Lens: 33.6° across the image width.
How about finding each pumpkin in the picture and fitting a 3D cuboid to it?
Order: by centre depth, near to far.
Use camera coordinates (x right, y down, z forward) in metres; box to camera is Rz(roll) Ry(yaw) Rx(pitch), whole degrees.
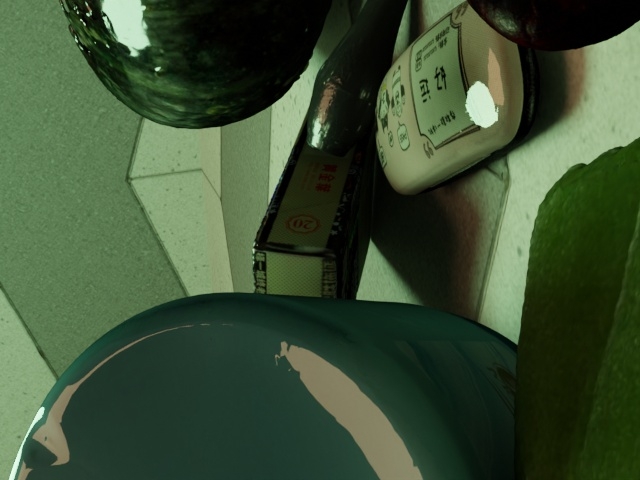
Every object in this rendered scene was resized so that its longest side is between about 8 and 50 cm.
[{"bbox_3d":[-0.161,-0.363,1.286,0.454,0.344,0.454,177,90,-75],"label":"pumpkin"}]

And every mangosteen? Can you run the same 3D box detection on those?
[{"bbox_3d":[0.151,-0.188,0.640,0.152,0.152,0.152,171,90,-75],"label":"mangosteen"}]

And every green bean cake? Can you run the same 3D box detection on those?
[{"bbox_3d":[0.189,0.070,0.545,0.222,0.125,0.248,163,121,-74],"label":"green bean cake"}]

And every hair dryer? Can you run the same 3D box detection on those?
[{"bbox_3d":[0.042,-0.197,1.147,0.219,0.075,0.195,-88,21,-76],"label":"hair dryer"}]

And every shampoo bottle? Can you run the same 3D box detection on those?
[{"bbox_3d":[0.004,0.203,0.746,0.342,0.331,0.331,14,-118,-65],"label":"shampoo bottle"}]

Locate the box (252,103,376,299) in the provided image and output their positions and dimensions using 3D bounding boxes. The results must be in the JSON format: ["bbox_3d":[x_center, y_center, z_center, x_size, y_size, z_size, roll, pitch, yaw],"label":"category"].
[{"bbox_3d":[0.000,0.000,1.151,0.310,0.084,0.198,-73,-12,-54],"label":"box"}]

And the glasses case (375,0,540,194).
[{"bbox_3d":[0.110,-0.118,0.927,0.314,0.075,0.122,151,109,-75],"label":"glasses case"}]
